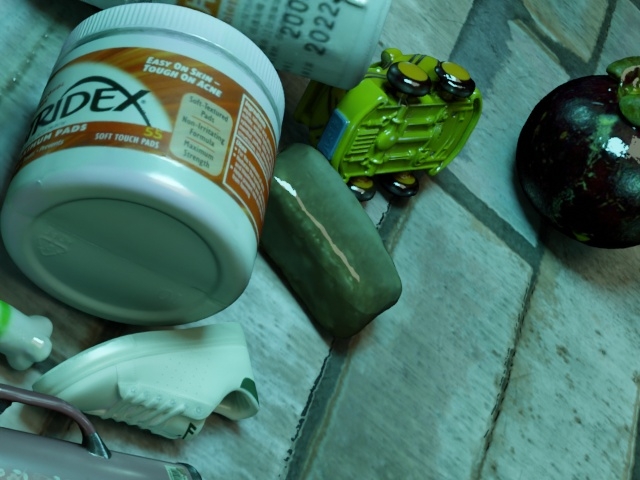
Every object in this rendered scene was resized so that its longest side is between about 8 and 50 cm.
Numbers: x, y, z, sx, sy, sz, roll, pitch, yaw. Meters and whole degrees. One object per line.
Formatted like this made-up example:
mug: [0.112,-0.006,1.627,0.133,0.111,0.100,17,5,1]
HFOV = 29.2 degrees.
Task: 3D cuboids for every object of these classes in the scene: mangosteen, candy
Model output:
mangosteen: [0.432,-0.128,1.806,0.288,0.288,0.288,21,53,-31]
candy: [0.000,0.000,1.476,0.234,0.102,0.104,52,43,-2]

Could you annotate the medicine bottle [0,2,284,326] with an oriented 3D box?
medicine bottle: [-0.175,-0.072,1.254,0.252,0.252,0.241,30,48,-25]

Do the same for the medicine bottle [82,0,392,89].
medicine bottle: [-0.103,-0.323,1.422,0.371,0.211,0.211,16,52,-5]

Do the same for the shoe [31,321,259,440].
shoe: [-0.162,0.153,1.247,0.265,0.095,0.110,-11,74,-47]

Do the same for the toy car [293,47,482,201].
toy car: [0.085,-0.166,1.606,0.247,0.200,0.142,-6,46,-44]

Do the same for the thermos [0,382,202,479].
thermos: [-0.263,0.215,1.088,0.330,0.136,0.109,19,33,-33]

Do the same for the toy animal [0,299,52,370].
toy animal: [-0.395,0.030,1.076,0.181,0.180,0.363,-55,149,-25]
